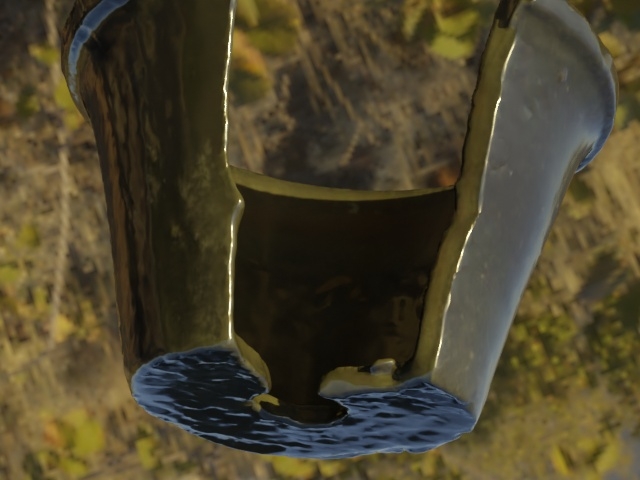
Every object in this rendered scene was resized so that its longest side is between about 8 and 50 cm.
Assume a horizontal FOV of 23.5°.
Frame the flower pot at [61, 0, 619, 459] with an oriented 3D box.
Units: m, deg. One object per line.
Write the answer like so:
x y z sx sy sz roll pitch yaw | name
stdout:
0.000 0.000 1.017 0.379 0.251 0.379 4 156 2 | flower pot
